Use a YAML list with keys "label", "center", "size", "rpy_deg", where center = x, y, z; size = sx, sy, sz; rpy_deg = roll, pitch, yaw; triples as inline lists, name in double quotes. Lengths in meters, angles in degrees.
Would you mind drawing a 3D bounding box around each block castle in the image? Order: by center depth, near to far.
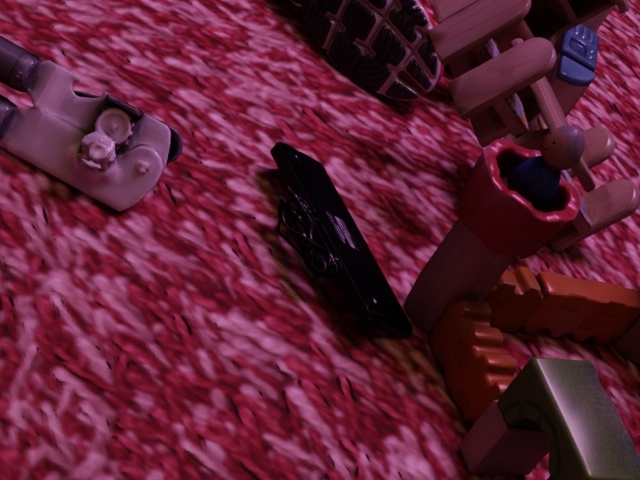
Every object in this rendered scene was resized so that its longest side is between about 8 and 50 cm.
- label: "block castle"
  center: [0.276, 0.134, 0.961]
  size: [0.303, 0.213, 0.453]
  rpy_deg: [10, 41, -29]

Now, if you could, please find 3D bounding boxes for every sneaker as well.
- label: "sneaker"
  center: [0.034, -0.250, 1.333]
  size: [0.279, 0.107, 0.118]
  rpy_deg: [49, 29, 18]

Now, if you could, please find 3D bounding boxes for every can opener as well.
- label: "can opener"
  center: [-0.237, -0.111, 1.003]
  size: [0.280, 0.074, 0.093]
  rpy_deg: [28, 1, -8]

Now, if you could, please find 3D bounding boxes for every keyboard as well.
- label: "keyboard"
  center: [0.000, 0.000, 1.078]
  size: [0.100, 0.038, 0.192]
  rpy_deg: [28, 27, -49]

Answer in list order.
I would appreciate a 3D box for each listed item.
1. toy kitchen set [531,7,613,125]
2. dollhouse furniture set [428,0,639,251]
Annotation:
- label: "toy kitchen set"
  center: [0.222, -0.242, 1.442]
  size: [0.166, 0.122, 0.207]
  rpy_deg: [29, 35, -6]
- label: "dollhouse furniture set"
  center: [0.213, -0.157, 1.224]
  size: [0.212, 0.161, 0.242]
  rpy_deg: [48, 21, -43]
